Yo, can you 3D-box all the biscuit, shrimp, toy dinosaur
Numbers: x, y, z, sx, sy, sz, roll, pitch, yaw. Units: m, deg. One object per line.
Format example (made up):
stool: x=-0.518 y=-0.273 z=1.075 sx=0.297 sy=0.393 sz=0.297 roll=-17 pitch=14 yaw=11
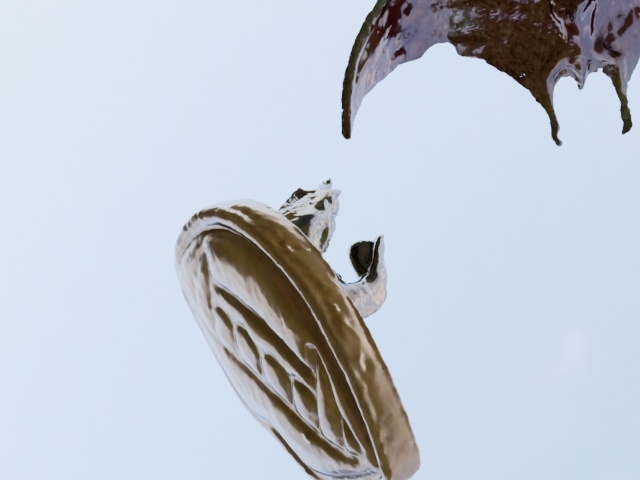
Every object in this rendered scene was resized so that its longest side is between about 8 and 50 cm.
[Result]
biscuit: x=-0.020 y=0.051 z=0.873 sx=0.029 sy=0.142 sz=0.221 roll=-21 pitch=-140 yaw=-23
shrimp: x=0.014 y=0.010 z=1.786 sx=0.059 sy=0.145 sz=0.254 roll=-60 pitch=176 yaw=31
toy dinosaur: x=0.191 y=-0.147 z=1.196 sx=0.113 sy=0.327 sz=0.206 roll=-94 pitch=-161 yaw=-60
